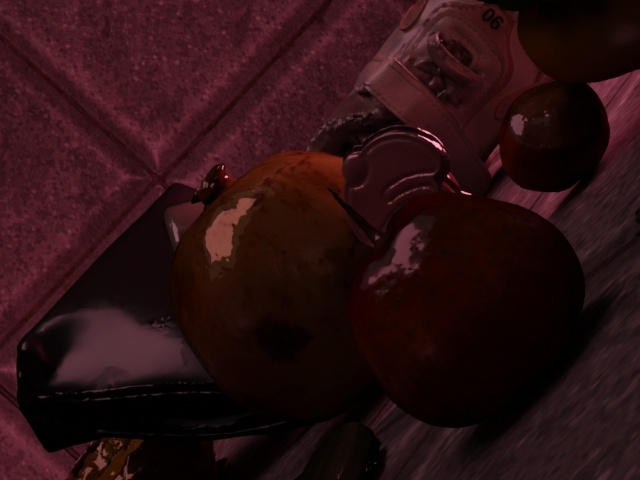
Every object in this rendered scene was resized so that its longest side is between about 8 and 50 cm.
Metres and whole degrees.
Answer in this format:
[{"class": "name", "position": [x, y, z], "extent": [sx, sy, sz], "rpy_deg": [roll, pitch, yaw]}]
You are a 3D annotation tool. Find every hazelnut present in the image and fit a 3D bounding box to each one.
[{"class": "hazelnut", "position": [0.169, -0.071, 1.423], "extent": [0.086, 0.086, 0.086], "rpy_deg": [-48, 3, 3]}]

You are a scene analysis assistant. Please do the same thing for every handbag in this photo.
[{"class": "handbag", "position": [-0.077, 0.072, 1.808], "extent": [0.288, 0.152, 0.342], "rpy_deg": [2, 35, 32]}]

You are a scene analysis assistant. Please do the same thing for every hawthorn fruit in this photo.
[{"class": "hawthorn fruit", "position": [0.070, 0.033, 1.039], "extent": [0.125, 0.140, 0.125], "rpy_deg": [-43, -34, -39]}]

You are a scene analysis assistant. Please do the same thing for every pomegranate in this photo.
[{"class": "pomegranate", "position": [-0.024, 0.032, 1.513], "extent": [0.215, 0.215, 0.215], "rpy_deg": [-48, 3, 3]}]

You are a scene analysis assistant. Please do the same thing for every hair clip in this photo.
[{"class": "hair clip", "position": [0.070, -0.007, 1.390], "extent": [0.123, 0.138, 0.102], "rpy_deg": [-38, 12, 28]}]

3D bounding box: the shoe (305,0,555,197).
[{"class": "shoe", "position": [0.122, -0.137, 1.903], "extent": [0.198, 0.172, 0.351], "rpy_deg": [-35, -21, -56]}]

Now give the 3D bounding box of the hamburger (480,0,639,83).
[{"class": "hamburger", "position": [0.234, -0.293, 1.338], "extent": [0.396, 0.277, 0.396], "rpy_deg": [-46, 7, 7]}]

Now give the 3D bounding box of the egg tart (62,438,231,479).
[{"class": "egg tart", "position": [-0.179, 0.247, 1.940], "extent": [0.291, 0.107, 0.291], "rpy_deg": [-49, 13, 16]}]

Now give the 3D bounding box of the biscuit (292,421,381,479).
[{"class": "biscuit", "position": [-0.017, 0.181, 1.138], "extent": [0.099, 0.038, 0.322], "rpy_deg": [-50, 2, 16]}]

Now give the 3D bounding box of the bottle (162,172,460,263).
[{"class": "bottle", "position": [0.000, 0.000, 1.682], "extent": [0.253, 0.120, 0.120], "rpy_deg": [-13, -1, -7]}]

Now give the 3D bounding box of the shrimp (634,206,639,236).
[{"class": "shrimp", "position": [0.210, -0.047, 0.906], "extent": [0.180, 0.041, 0.099], "rpy_deg": [-44, 19, 39]}]
